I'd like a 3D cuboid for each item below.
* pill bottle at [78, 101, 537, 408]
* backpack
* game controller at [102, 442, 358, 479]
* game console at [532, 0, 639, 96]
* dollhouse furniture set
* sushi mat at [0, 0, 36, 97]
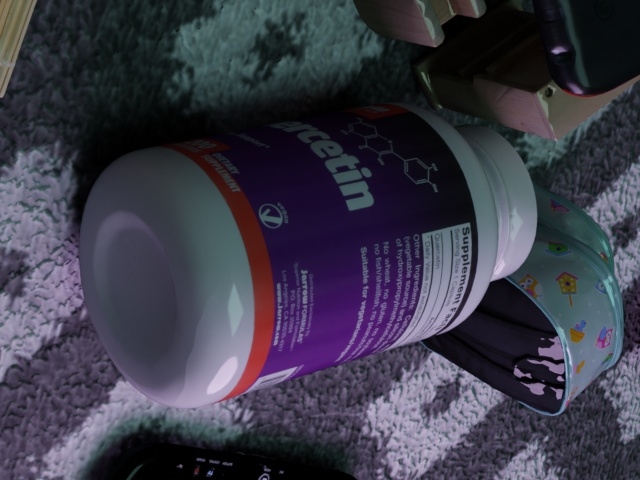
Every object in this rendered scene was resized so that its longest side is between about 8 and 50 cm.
[{"bbox_3d":[0.000,0.000,1.287,0.323,0.181,0.181,-14,130,-37],"label":"pill bottle"},{"bbox_3d":[0.168,0.046,1.482,0.144,0.188,0.166,-30,137,-24],"label":"backpack"},{"bbox_3d":[-0.085,0.257,1.509,0.319,0.067,0.166,17,108,-50],"label":"game controller"},{"bbox_3d":[0.245,-0.332,1.222,0.342,0.060,0.386,-30,113,-33],"label":"game console"},{"bbox_3d":[0.117,-0.211,1.302,0.212,0.161,0.242,-36,118,-17],"label":"dollhouse furniture set"},{"bbox_3d":[-0.200,-0.226,1.036,0.151,0.019,0.316,2,119,-47],"label":"sushi mat"}]
